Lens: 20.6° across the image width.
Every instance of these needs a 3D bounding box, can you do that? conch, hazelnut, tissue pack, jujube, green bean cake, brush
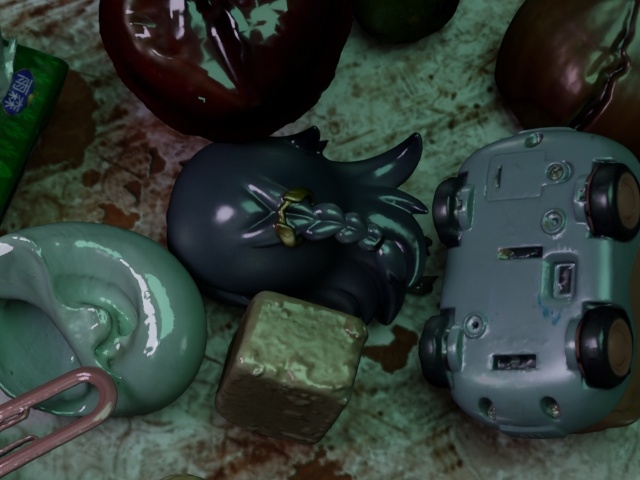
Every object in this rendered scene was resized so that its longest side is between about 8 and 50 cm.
[{"bbox_3d":[-0.212,0.074,1.593,0.221,0.121,0.185,29,75,-2],"label":"conch"},{"bbox_3d":[0.284,-0.171,1.755,0.212,0.181,0.181,36,66,2],"label":"hazelnut"},{"bbox_3d":[-0.338,-0.098,1.614,0.148,0.156,0.209,23,66,-5],"label":"tissue pack"},{"bbox_3d":[-0.080,-0.238,1.613,0.258,0.258,0.377,12,24,-7],"label":"jujube"},{"bbox_3d":[-0.030,0.118,1.582,0.109,0.179,0.085,17,67,-6],"label":"green bean cake"},{"bbox_3d":[-0.284,0.176,1.527,0.233,0.047,0.103,-28,56,-1],"label":"brush"}]

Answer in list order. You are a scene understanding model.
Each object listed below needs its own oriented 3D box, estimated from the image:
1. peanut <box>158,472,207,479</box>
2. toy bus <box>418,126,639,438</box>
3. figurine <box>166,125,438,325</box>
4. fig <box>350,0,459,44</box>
[{"bbox_3d":[-0.078,0.321,1.534,0.123,0.123,0.257,-20,77,-18],"label":"peanut"},{"bbox_3d":[0.233,0.050,1.647,0.232,0.194,0.288,25,66,-50],"label":"toy bus"},{"bbox_3d":[-0.012,-0.011,1.647,0.265,0.197,0.175,-3,57,-5],"label":"figurine"},{"bbox_3d":[0.080,-0.284,1.797,0.123,0.123,0.156,-7,55,-14],"label":"fig"}]
